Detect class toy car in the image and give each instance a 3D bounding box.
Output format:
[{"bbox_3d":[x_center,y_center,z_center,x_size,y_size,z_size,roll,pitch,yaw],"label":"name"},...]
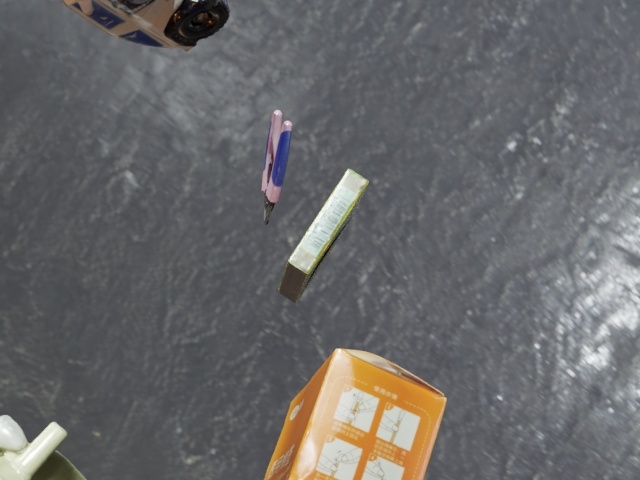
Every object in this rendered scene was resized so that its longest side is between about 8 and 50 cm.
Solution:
[{"bbox_3d":[-0.115,-0.165,0.674,0.070,0.171,0.080,-30,66,17],"label":"toy car"}]

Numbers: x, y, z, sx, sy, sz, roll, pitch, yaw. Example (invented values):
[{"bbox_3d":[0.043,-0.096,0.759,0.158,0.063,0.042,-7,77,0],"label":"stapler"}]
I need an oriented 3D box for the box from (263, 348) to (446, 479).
[{"bbox_3d":[0.000,0.315,1.272,0.144,0.225,0.341,23,63,-5],"label":"box"}]

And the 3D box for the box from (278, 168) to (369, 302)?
[{"bbox_3d":[0.000,0.000,1.285,0.030,0.193,0.121,33,77,3],"label":"box"}]

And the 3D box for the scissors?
[{"bbox_3d":[-0.045,-0.067,1.113,0.039,0.012,0.113,-129,43,-54],"label":"scissors"}]

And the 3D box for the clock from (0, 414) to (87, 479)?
[{"bbox_3d":[-0.114,0.235,0.698,0.379,0.276,0.120,23,62,34],"label":"clock"}]
